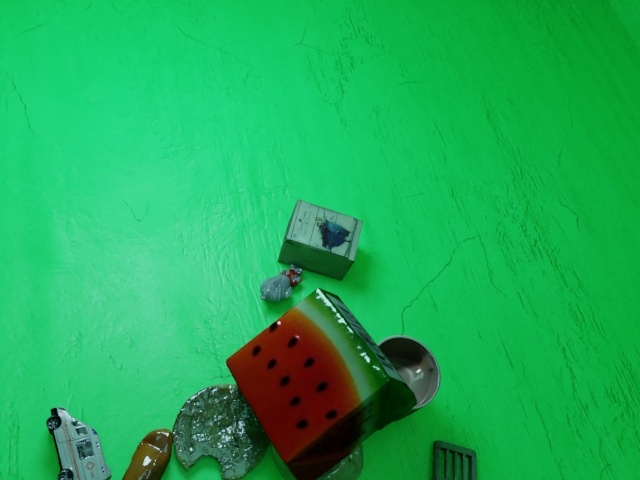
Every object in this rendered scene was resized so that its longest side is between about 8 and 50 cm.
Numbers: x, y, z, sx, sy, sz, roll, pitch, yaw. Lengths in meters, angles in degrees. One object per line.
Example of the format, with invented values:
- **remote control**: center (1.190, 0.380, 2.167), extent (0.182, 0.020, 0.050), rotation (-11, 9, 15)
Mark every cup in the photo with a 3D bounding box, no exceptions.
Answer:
- **cup**: center (0.166, 0.390, 1.604), extent (0.253, 0.200, 0.191), rotation (-32, 73, -30)

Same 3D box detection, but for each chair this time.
- **chair**: center (0.368, 0.639, 1.537), extent (0.136, 0.147, 0.270), rotation (21, 58, -14)

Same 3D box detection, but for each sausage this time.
- **sausage**: center (-0.406, 0.529, 1.441), extent (0.089, 0.089, 0.179), rotation (26, 54, 0)

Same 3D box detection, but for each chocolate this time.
- **chocolate**: center (-0.014, 0.333, 1.467), extent (0.341, 0.161, 0.360), rotation (-38, 56, -2)

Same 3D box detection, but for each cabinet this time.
- **cabinet**: center (0.000, 0.000, 1.820), extent (0.206, 0.150, 0.145), rotation (18, 57, -6)

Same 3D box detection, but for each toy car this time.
- **toy car**: center (-0.561, 0.478, 1.419), extent (0.108, 0.089, 0.209), rotation (-15, 67, -23)

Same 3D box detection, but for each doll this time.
- **doll**: center (-0.113, 0.126, 1.764), extent (0.094, 0.079, 0.180), rotation (29, 43, 20)

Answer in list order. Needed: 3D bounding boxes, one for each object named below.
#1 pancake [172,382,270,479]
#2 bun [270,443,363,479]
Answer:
- **pancake**: center (-0.243, 0.475, 1.540), extent (0.254, 0.037, 0.253), rotation (7, 59, -12)
- **bun**: center (-0.002, 0.516, 1.534), extent (0.237, 0.116, 0.209), rotation (11, 57, -10)
